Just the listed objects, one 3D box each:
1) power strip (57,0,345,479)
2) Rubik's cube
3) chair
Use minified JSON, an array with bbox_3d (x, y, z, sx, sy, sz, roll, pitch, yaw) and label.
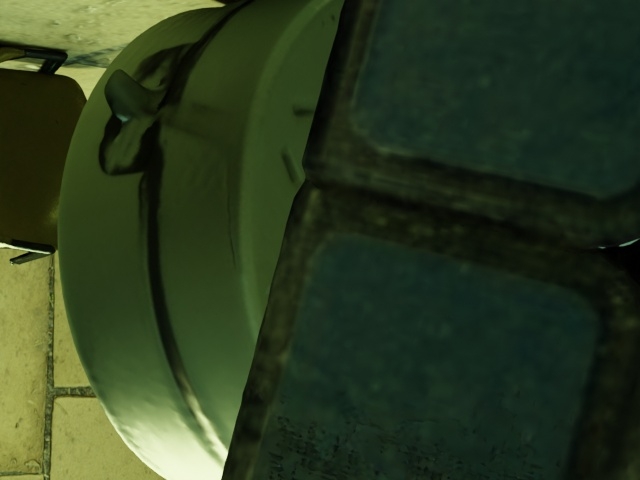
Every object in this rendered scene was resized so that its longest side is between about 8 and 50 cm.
[{"bbox_3d":[0.000,0.000,0.879,0.161,0.358,0.357,-4,173,39],"label":"power strip"},{"bbox_3d":[0.186,-0.016,0.421,0.305,0.301,0.303,16,-177,24],"label":"Rubik's cube"},{"bbox_3d":[-0.266,-0.067,1.115,0.172,0.159,0.247,6,174,-35],"label":"chair"}]
